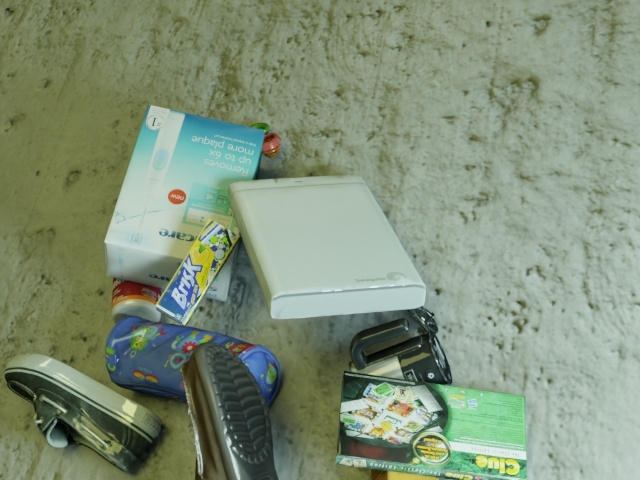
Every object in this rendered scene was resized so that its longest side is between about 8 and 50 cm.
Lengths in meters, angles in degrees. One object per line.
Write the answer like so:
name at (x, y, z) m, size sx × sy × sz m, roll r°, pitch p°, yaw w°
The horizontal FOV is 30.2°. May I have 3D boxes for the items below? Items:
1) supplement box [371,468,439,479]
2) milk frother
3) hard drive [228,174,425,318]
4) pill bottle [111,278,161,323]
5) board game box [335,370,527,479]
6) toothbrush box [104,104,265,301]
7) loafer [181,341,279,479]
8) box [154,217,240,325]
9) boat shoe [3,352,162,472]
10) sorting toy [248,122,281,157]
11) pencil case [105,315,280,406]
supplement box at (0.116, 0.322, 1.643) m, size 0.078 × 0.080 × 0.233 m, roll 12°, pitch 54°, yaw -13°
milk frother at (0.115, 0.169, 1.774) m, size 0.135 × 0.129 × 0.143 m, roll -22°, pitch 6°, yaw 13°
hard drive at (0.000, 0.000, 1.858) m, size 0.233 × 0.047 × 0.353 m, roll -4°, pitch 32°, yaw -14°
pill bottle at (-0.322, 0.075, 2.080) m, size 0.086 × 0.086 × 0.152 m, roll -19°, pitch 49°, yaw 16°
board game box at (0.153, 0.259, 1.626) m, size 0.260 × 0.030 × 0.136 m, roll 9°, pitch 50°, yaw -2°
toothbrush box at (-0.232, -0.066, 2.052) m, size 0.216 × 0.126 × 0.295 m, roll 13°, pitch 59°, yaw 0°
loafer at (-0.141, 0.327, 1.695) m, size 0.130 × 0.134 × 0.366 m, roll -23°, pitch 73°, yaw 25°
box at (-0.197, 0.052, 1.897) m, size 0.059 × 0.054 × 0.169 m, roll 31°, pitch 82°, yaw 0°
boat shoe at (-0.419, 0.282, 1.955) m, size 0.335 × 0.121 × 0.119 m, roll 16°, pitch 61°, yaw 34°
sorting toy at (-0.108, -0.178, 2.189) m, size 0.061 × 0.042 × 0.102 m, roll -27°, pitch 34°, yaw -12°
pencil case at (-0.212, 0.205, 1.898) m, size 0.306 × 0.119 × 0.133 m, roll 9°, pitch 38°, yaw 35°
